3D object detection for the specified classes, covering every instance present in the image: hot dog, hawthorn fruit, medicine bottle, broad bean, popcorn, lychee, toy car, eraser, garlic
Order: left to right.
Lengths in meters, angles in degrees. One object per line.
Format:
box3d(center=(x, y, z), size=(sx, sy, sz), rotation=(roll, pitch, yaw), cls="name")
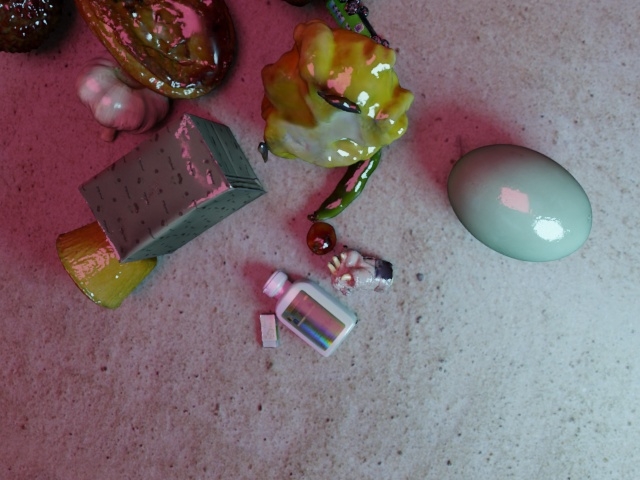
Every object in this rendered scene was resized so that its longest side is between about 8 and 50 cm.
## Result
box3d(center=(-0.701, -0.563, 1.070), size=(0.264, 0.264, 0.300), rotation=(41, 123, 4), cls="lychee")
box3d(center=(-0.475, -0.303, 1.122), size=(0.226, 0.199, 0.199), rotation=(-38, 89, 39), cls="garlic")
box3d(center=(-0.354, -0.487, 1.051), size=(0.267, 0.174, 0.387), rotation=(-37, 90, -9), cls="hot dog")
box3d(center=(-0.122, 0.217, 1.182), size=(0.038, 0.019, 0.083), rotation=(-3, 97, 10), cls="eraser")
box3d(center=(-0.032, 0.157, 1.126), size=(0.219, 0.078, 0.115), rotation=(38, 104, 4), cls="medicine bottle")
box3d(center=(0.002, -0.003, 1.099), size=(0.077, 0.077, 0.077), rotation=(1, 98, 11), cls="hawthorn fruit")
box3d(center=(0.020, -0.288, 0.954), size=(0.316, 0.297, 0.281), rotation=(6, 58, 28), cls="popcorn")
box3d(center=(0.067, -0.129, 1.085), size=(0.065, 0.046, 0.254), rotation=(42, 104, 17), cls="broad bean")
box3d(center=(0.079, -0.449, 1.031), size=(0.062, 0.071, 0.165), rotation=(-33, 90, 28), cls="toy car")

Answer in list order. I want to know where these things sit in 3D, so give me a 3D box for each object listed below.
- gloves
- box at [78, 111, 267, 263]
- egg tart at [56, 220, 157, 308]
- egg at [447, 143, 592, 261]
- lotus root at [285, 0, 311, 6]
box3d(center=(0.088, 0.074, 1.083), size=(0.144, 0.110, 0.094), rotation=(24, 144, 8), cls="gloves")
box3d(center=(-0.313, -0.110, 1.073), size=(0.297, 0.225, 0.190), rotation=(-32, 88, 13), cls="box")
box3d(center=(-0.492, 0.044, 1.149), size=(0.171, 0.215, 0.215), rotation=(-32, 90, -2), cls="egg tart")
box3d(center=(0.381, -0.072, 0.949), size=(0.282, 0.203, 0.203), rotation=(29, 102, 7), cls="egg")
box3d(center=(-0.012, -0.603, 0.954), size=(0.316, 0.316, 0.250), rotation=(-27, 106, 13), cls="lotus root")
